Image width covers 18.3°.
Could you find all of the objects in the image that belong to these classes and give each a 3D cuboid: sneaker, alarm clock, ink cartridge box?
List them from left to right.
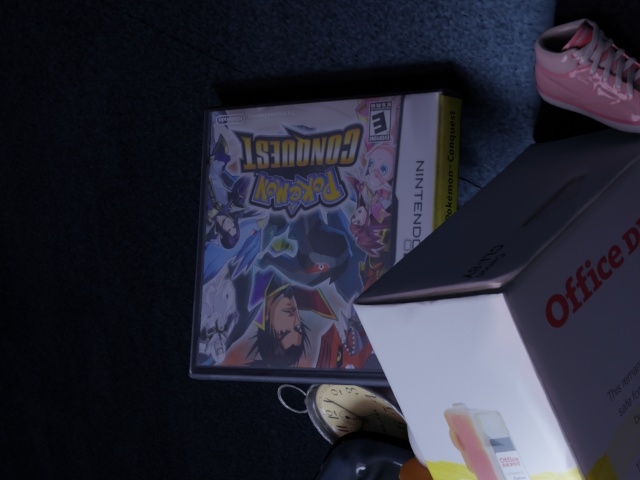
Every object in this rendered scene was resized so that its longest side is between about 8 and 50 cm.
[{"bbox_3d":[0.038,0.164,1.990,0.192,0.064,0.129,3,133,33],"label":"alarm clock"},{"bbox_3d":[0.226,0.136,1.569,0.160,0.279,0.384,-8,114,44],"label":"ink cartridge box"},{"bbox_3d":[0.221,-0.128,1.522,0.134,0.051,0.070,18,146,30],"label":"sneaker"}]

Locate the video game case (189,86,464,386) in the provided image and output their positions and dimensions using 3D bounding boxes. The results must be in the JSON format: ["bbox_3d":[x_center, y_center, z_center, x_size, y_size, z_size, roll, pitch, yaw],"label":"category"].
[{"bbox_3d":[0.000,0.000,1.721,0.275,0.248,0.035,-1,174,40],"label":"video game case"}]

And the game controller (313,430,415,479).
[{"bbox_3d":[0.149,0.282,1.984,0.319,0.067,0.166,19,130,-5],"label":"game controller"}]

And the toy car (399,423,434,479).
[{"bbox_3d":[0.128,0.139,1.740,0.210,0.238,0.219,-5,127,43],"label":"toy car"}]
